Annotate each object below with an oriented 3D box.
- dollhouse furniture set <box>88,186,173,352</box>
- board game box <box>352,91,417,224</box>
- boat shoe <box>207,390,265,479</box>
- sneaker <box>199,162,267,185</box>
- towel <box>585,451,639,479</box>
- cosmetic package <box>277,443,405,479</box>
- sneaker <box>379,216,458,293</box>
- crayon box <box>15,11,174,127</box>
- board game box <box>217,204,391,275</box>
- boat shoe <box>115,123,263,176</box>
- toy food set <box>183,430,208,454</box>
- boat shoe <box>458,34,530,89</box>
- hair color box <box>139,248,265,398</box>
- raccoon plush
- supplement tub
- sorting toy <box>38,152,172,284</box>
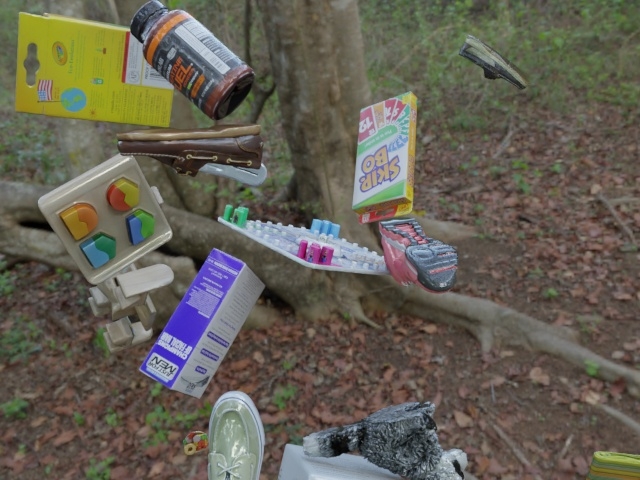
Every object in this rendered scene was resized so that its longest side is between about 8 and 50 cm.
[{"bbox_3d":[-0.548,0.065,1.908,0.256,0.394,0.362,-17,-25,-33],"label":"dollhouse furniture set"},{"bbox_3d":[0.127,-0.162,1.265,0.124,0.259,0.039,-12,-26,37],"label":"board game box"},{"bbox_3d":[-0.163,0.445,1.226,0.109,0.302,0.094,-1,4,3],"label":"boat shoe"},{"bbox_3d":[-0.264,-0.208,1.656,0.258,0.094,0.091,25,2,-12],"label":"sneaker"},{"bbox_3d":[0.520,0.458,1.149,0.102,0.237,0.021,5,38,11],"label":"towel"},{"bbox_3d":[0.051,0.808,1.828,0.327,0.329,0.393,14,-8,-11],"label":"cosmetic package"},{"bbox_3d":[0.224,0.058,1.462,0.116,0.136,0.314,-7,26,-13],"label":"sneaker"},{"bbox_3d":[-0.472,-0.359,1.357,0.318,0.202,0.081,1,21,-31],"label":"crayon box"},{"bbox_3d":[0.000,0.000,1.630,0.390,0.050,0.390,8,12,-43],"label":"board game box"},{"bbox_3d":[-0.176,-0.124,0.894,0.207,0.073,0.073,-5,18,-23],"label":"boat shoe"},{"bbox_3d":[-0.404,0.655,2.078,0.083,0.083,0.020,-4,21,-18],"label":"toy food set"},{"bbox_3d":[0.335,-0.336,1.239,0.152,0.049,0.056,44,31,15],"label":"boat shoe"},{"bbox_3d":[-0.283,0.209,1.588,0.110,0.185,0.339,24,75,19],"label":"hair color box"},{"bbox_3d":[0.199,0.647,1.834,0.446,0.299,0.216,-15,-3,10],"label":"raccoon plush"},{"bbox_3d":[-0.207,-0.290,1.016,0.106,0.198,0.106,-48,-4,-5],"label":"supplement tub"},{"bbox_3d":[-0.401,-0.037,1.225,0.193,0.208,0.038,-34,38,-19],"label":"sorting toy"}]
